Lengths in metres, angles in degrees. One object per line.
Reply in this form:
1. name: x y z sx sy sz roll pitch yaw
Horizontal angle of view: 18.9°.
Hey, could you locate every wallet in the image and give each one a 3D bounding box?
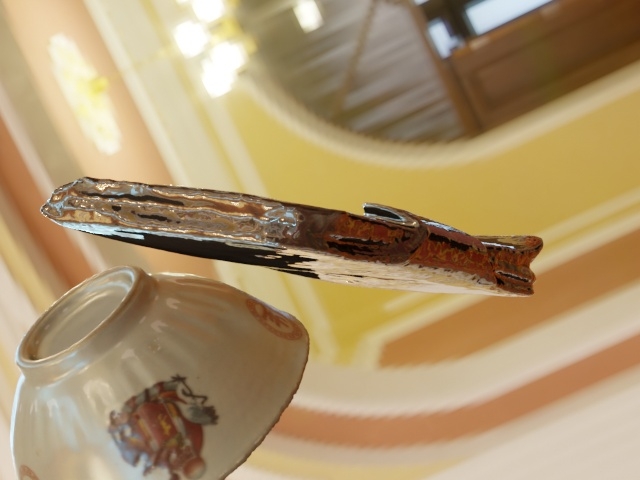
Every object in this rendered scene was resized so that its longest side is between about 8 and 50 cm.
1. wallet: 0.000 0.000 1.246 0.377 0.197 0.051 10 -95 -61

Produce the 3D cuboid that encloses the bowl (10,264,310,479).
1. bowl: -0.190 0.127 1.851 0.157 0.337 0.337 55 -168 -22
